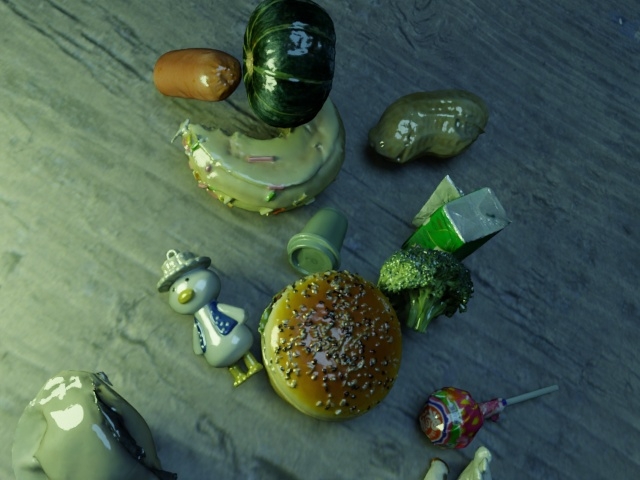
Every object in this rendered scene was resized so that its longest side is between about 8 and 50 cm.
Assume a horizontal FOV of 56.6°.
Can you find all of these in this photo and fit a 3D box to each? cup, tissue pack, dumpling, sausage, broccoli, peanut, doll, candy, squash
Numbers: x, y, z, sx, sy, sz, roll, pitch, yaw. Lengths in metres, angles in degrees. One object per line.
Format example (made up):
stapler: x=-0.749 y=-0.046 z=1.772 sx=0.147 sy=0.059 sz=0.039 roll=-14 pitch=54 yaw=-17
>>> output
cup: x=0.000 y=0.000 z=1.283 sx=0.120 sy=0.120 sz=0.141 roll=28 pitch=46 yaw=-4
tissue pack: x=0.286 y=-0.035 z=1.333 sx=0.148 sy=0.209 sz=0.156 roll=-18 pitch=71 yaw=-25
dumpling: x=-0.369 y=0.351 z=0.954 sx=0.204 sy=0.163 sz=0.293 roll=-30 pitch=89 yaw=-33
sausage: x=-0.263 y=-0.359 z=1.283 sx=0.113 sy=0.259 sz=0.114 roll=-14 pitch=112 yaw=-39
broccoli: x=0.213 y=0.098 z=1.220 sx=0.197 sy=0.226 sz=0.176 roll=8 pitch=104 yaw=-1
peanut: x=0.269 y=-0.286 z=1.488 sx=0.339 sy=0.158 sz=0.174 roll=-7 pitch=97 yaw=-17
doll: x=-0.213 y=0.138 z=1.134 sx=0.293 sy=0.138 sz=0.119 roll=57 pitch=21 yaw=10
candy: x=0.366 y=0.342 z=1.244 sx=0.365 sy=0.124 sz=0.124 roll=-6 pitch=67 yaw=-29
squash: x=-0.064 y=-0.349 z=1.170 sx=0.165 sy=0.252 sz=0.252 roll=-3 pitch=66 yaw=-20

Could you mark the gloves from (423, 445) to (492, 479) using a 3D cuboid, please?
gloves: x=0.262 y=0.493 z=1.117 sx=0.218 sy=0.140 sz=0.131 roll=-25 pitch=94 yaw=-41

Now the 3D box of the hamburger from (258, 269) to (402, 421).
hamburger: x=0.019 y=0.197 z=1.149 sx=0.300 sy=0.176 sz=0.300 roll=8 pitch=63 yaw=-17

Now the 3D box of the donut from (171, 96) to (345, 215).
donut: x=-0.104 y=-0.206 z=1.319 sx=0.307 sy=0.150 sz=0.371 roll=44 pitch=61 yaw=7
